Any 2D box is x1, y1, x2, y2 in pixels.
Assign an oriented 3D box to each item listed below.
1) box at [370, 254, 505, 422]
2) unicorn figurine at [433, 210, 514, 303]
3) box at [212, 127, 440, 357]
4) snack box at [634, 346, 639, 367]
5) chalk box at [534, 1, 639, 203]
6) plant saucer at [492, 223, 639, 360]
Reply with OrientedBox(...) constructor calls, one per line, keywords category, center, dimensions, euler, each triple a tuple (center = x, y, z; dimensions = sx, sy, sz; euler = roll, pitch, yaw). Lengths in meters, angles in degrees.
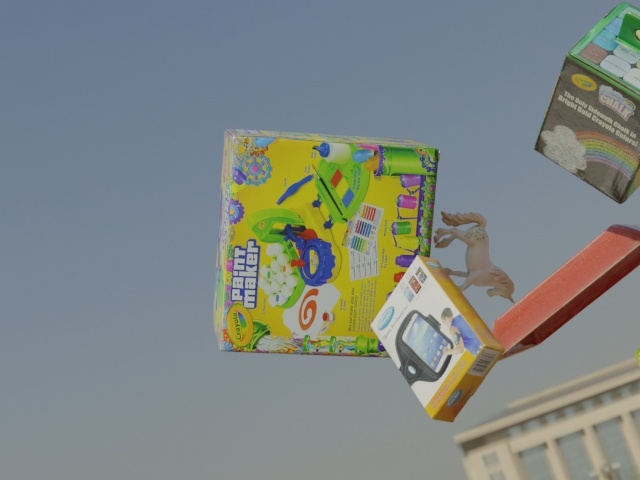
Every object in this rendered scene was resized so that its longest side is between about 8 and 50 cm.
OrientedBox(category="box", center=(0.091, 0.076, 1.036), dimensions=(0.028, 0.136, 0.081), euler=(13, -62, -38))
OrientedBox(category="unicorn figurine", center=(0.227, 0.035, 1.835), dimensions=(0.111, 0.162, 0.060), euler=(-7, 18, 4))
OrientedBox(category="box", center=(0.000, 0.000, 1.720), dimensions=(0.279, 0.290, 0.177), euler=(3, 8, -9))
OrientedBox(category="snack box", center=(0.415, 0.162, 1.284), dimensions=(0.070, 0.207, 0.174), euler=(-9, -32, -13))
OrientedBox(category="chalk box", center=(0.355, -0.176, 1.430), dimensions=(0.132, 0.132, 0.213), euler=(-42, -22, -33))
OrientedBox(category="plant saucer", center=(0.346, 0.059, 1.669), dimensions=(0.258, 0.048, 0.259), euler=(-42, -14, 18))
